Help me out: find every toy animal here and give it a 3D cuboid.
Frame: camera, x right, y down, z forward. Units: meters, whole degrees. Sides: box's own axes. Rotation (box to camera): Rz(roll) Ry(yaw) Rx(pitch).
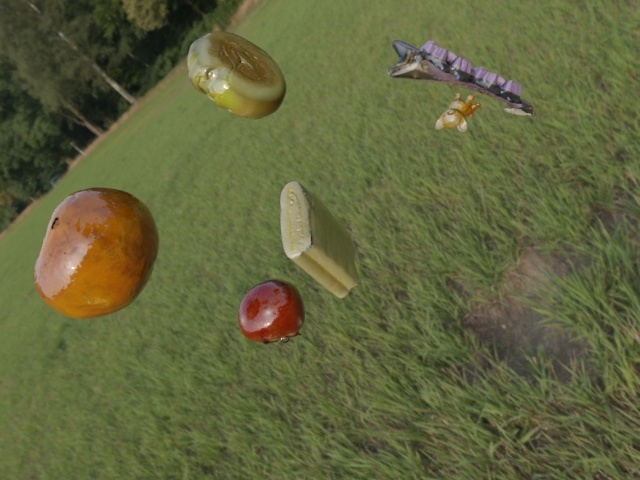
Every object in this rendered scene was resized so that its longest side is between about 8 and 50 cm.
[{"bbox_3d":[0.263,-0.237,1.018,0.061,0.081,0.083,24,79,28],"label":"toy animal"}]

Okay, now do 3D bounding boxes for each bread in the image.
[{"bbox_3d":[-0.175,-0.339,1.107,0.104,0.213,0.213,-49,14,46],"label":"bread"},{"bbox_3d":[0.000,0.000,0.853,0.060,0.178,0.139,-18,60,20],"label":"bread"}]

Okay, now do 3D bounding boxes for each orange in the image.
[{"bbox_3d":[-0.463,0.028,1.114,0.284,0.226,0.283,-50,28,39],"label":"orange"}]

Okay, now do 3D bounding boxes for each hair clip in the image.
[{"bbox_3d":[0.260,-0.294,0.969,0.106,0.292,0.084,-67,-2,-73],"label":"hair clip"}]

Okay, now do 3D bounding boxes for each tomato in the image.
[{"bbox_3d":[-0.112,0.166,1.243,0.167,0.167,0.167,-37,24,20],"label":"tomato"}]
